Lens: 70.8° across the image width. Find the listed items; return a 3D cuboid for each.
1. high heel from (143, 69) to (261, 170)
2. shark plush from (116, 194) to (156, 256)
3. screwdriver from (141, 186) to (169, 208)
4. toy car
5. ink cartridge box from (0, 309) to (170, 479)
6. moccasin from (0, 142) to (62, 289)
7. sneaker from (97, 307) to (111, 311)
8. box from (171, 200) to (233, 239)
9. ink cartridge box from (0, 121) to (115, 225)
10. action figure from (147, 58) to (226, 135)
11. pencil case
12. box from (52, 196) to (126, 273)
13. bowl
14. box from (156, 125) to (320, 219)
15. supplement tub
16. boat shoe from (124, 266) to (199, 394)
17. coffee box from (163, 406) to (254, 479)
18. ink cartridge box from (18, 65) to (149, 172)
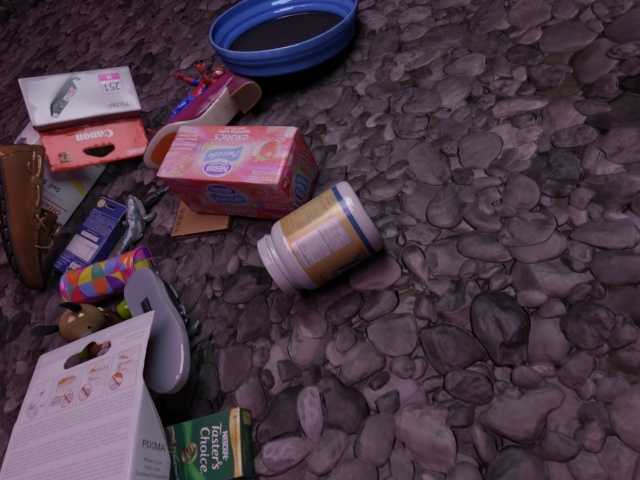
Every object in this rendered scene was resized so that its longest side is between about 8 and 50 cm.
[{"bbox_3d":[-0.316,-0.330,1.216,0.377,0.127,0.181,-30,37,6],"label":"high heel"},{"bbox_3d":[-0.488,-0.032,1.138,0.073,0.067,0.161,9,67,30],"label":"shark plush"},{"bbox_3d":[-0.403,-0.140,1.192,0.169,0.024,0.025,-38,24,-6],"label":"screwdriver"},{"bbox_3d":[-0.483,0.188,0.932,0.155,0.188,0.149,-42,52,-1],"label":"toy car"},{"bbox_3d":[-0.392,0.344,0.756,0.307,0.091,0.385,-22,49,17],"label":"ink cartridge box"},{"bbox_3d":[-0.747,-0.058,1.171,0.139,0.146,0.381,6,102,48],"label":"moccasin"},{"bbox_3d":[-0.520,0.178,1.058,0.083,0.035,0.031,-24,73,38],"label":"sneaker"},{"bbox_3d":[-0.273,-0.101,1.100,0.164,0.021,0.201,-7,59,23],"label":"box"},{"bbox_3d":[-0.780,-0.187,1.286,0.119,0.207,0.354,16,71,34],"label":"ink cartridge box"},{"bbox_3d":[-0.388,-0.411,1.271,0.280,0.139,0.091,-45,54,-6],"label":"action figure"},{"bbox_3d":[-0.496,0.086,1.057,0.236,0.104,0.105,-15,57,18],"label":"pencil case"},{"bbox_3d":[-0.602,-0.003,1.198,0.136,0.036,0.225,19,74,33],"label":"box"},{"bbox_3d":[-0.092,-0.554,1.178,0.390,0.077,0.391,-8,48,8],"label":"bowl"},{"bbox_3d":[-0.174,-0.147,0.977,0.299,0.154,0.142,7,64,22],"label":"box"},{"bbox_3d":[0.000,0.000,0.827,0.199,0.144,0.144,-32,53,7],"label":"supplement tub"},{"bbox_3d":[-0.309,0.181,0.904,0.113,0.105,0.306,-46,48,0],"label":"boat shoe"},{"bbox_3d":[-0.205,0.367,0.782,0.184,0.040,0.113,-19,56,16],"label":"coffee box"},{"bbox_3d":[-0.628,-0.332,1.225,0.274,0.060,0.239,-18,92,-25],"label":"ink cartridge box"}]
